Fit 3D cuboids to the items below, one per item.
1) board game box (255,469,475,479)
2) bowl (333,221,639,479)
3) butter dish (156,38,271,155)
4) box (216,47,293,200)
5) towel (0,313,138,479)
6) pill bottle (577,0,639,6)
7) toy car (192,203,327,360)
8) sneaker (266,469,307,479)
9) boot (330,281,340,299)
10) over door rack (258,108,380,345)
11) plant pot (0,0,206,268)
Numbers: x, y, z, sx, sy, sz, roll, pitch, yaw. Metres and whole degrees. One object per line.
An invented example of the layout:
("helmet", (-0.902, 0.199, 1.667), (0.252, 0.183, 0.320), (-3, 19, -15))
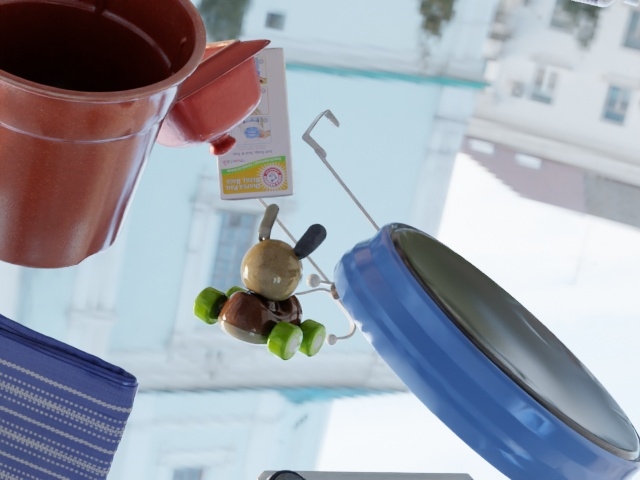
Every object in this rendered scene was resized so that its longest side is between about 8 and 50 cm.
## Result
("board game box", (0.078, 0.565, 2.140), (0.390, 0.390, 0.050), (5, 162, -23))
("bowl", (0.185, 0.127, 1.424), (0.391, 0.077, 0.391), (38, -166, -11))
("butter dish", (-0.134, -0.152, 1.546), (0.160, 0.118, 0.160), (-38, -155, -30))
("box", (-0.094, -0.160, 1.888), (0.103, 0.203, 0.114), (-4, -177, 0))
("towel", (-0.384, 0.254, 1.757), (0.243, 0.336, 0.040), (23, -148, 0))
("pill bottle", (0.319, -0.332, 1.639), (0.152, 0.086, 0.086), (16, -160, 11))
("toy car", (-0.062, 0.050, 1.873), (0.155, 0.188, 0.149), (23, -171, 24))
("sneaker", (-0.062, 0.361, 1.383), (0.086, 0.163, 0.226), (12, -120, -33))
("boot", (0.054, 0.054, 1.781), (0.087, 0.042, 0.118), (-25, -178, 13))
("over door rack", (0.000, 0.000, 1.961), (0.108, 0.324, 0.239), (-32, -174, -31))
("plant pot", (-0.280, -0.130, 1.411), (0.272, 0.265, 0.272), (12, -139, -10))
